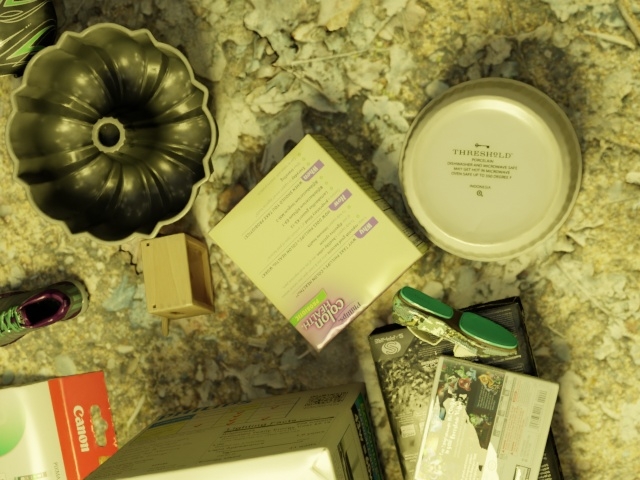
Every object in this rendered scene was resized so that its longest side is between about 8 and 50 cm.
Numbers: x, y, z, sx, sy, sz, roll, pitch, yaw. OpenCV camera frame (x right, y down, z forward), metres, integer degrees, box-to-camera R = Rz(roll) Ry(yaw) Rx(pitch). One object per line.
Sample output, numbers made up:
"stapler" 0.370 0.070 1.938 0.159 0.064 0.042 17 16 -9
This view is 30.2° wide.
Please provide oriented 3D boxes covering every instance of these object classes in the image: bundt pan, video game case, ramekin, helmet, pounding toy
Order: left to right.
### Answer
"helmet" -0.488 -0.329 1.800 0.169 0.161 0.170 1 95 11
"bundt pan" -0.302 -0.159 1.799 0.330 0.124 0.331 1 95 10
"pounding toy" -0.224 0.071 1.810 0.100 0.141 0.130 -10 78 11
"video game case" 0.234 0.273 1.691 0.173 0.022 0.191 13 98 9
"ramekin" 0.239 -0.099 1.698 0.272 0.127 0.273 1 95 11

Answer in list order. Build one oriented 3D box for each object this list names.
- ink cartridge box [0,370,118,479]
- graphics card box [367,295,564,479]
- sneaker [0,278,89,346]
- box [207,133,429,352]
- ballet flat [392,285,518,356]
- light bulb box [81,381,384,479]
"ink cartridge box" -0.445 0.316 1.903 0.224 0.056 0.181 -10 93 13
"graphics card box" 0.225 0.286 1.751 0.232 0.094 0.371 -14 93 12
"sneaker" -0.481 0.116 1.868 0.223 0.098 0.083 -21 90 11
"box" 0.000 0.000 1.758 0.213 0.117 0.243 -44 85 11
"ballet flat" 0.186 0.128 1.676 0.188 0.070 0.070 27 99 11
"light bulb box" -0.105 0.372 1.685 0.357 0.361 0.225 -11 94 11
